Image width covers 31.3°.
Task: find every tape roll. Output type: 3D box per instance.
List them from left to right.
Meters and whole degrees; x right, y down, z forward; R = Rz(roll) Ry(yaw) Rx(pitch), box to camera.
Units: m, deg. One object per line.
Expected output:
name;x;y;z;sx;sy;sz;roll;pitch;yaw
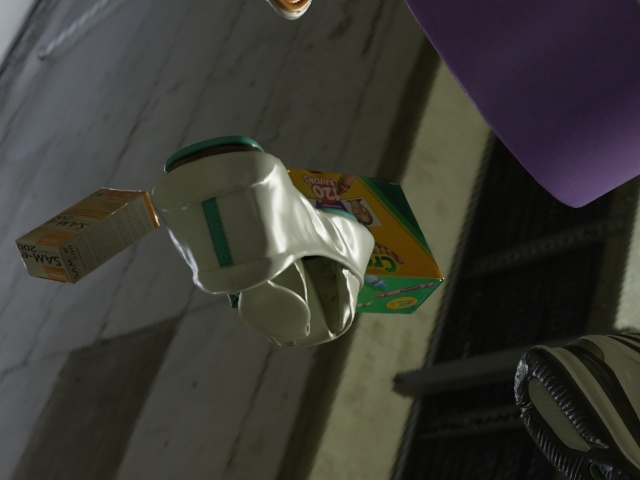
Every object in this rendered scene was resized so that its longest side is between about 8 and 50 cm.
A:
tape roll;0.111;-0.158;0.630;0.090;0.275;0.275;-32;-147;21

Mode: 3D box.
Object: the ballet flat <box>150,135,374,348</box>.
ballet flat;-0.033;0.029;0.976;0.139;0.139;0.400;-57;162;-2

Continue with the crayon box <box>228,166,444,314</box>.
crayon box;0.000;0.000;1.412;0.081;0.278;0.165;-52;-132;38

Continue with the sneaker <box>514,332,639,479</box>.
sneaker;0.439;0.276;1.303;0.448;0.257;0.169;61;-29;31

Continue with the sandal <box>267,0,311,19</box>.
sandal;0.007;-0.313;0.984;0.076;0.102;0.265;-6;-126;41

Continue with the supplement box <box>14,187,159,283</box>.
supplement box;-0.191;-0.006;0.940;0.062;0.036;0.098;6;-147;41
